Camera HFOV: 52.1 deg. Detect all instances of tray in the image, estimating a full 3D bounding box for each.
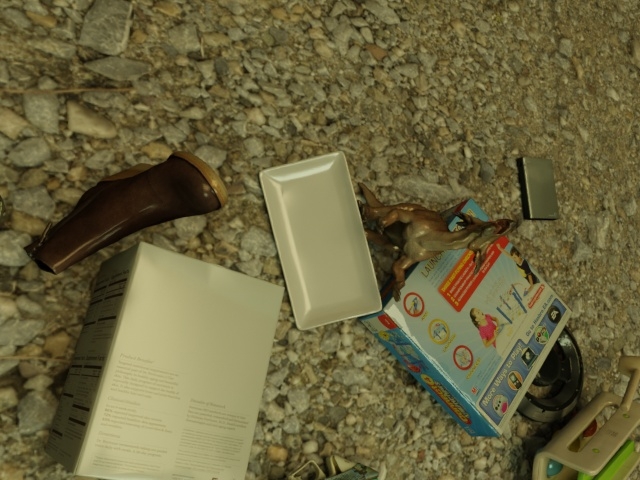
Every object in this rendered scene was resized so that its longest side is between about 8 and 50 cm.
[{"bbox_3d":[0.000,0.000,1.072,0.145,0.030,0.270,-14,88,-2],"label":"tray"}]

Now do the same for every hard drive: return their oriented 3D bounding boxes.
[{"bbox_3d":[0.472,-0.111,1.419,0.094,0.022,0.135,0,81,-32],"label":"hard drive"}]

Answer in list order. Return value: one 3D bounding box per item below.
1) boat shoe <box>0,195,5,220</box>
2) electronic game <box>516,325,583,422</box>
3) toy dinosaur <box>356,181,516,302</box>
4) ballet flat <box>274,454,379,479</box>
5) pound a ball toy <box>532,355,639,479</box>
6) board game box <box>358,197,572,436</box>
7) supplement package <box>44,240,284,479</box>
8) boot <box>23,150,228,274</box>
[{"bbox_3d":[-0.477,-0.145,0.790,0.109,0.091,0.305,-29,97,-33],"label":"boat shoe"},{"bbox_3d":[0.440,0.247,1.316,0.229,0.048,0.229,8,71,-24],"label":"electronic game"},{"bbox_3d":[0.172,-0.016,1.090,0.200,0.295,0.127,-14,119,-18],"label":"toy dinosaur"},{"bbox_3d":[0.009,0.368,1.019,0.188,0.070,0.070,-6,84,-36],"label":"ballet flat"},{"bbox_3d":[0.531,0.364,1.275,0.319,0.136,0.208,-21,116,-43],"label":"pound a ball toy"},{"bbox_3d":[0.272,0.135,1.187,0.302,0.086,0.308,47,60,-7],"label":"board game box"},{"bbox_3d":[-0.200,0.166,0.842,0.199,0.198,0.262,20,71,-27],"label":"supplement package"},{"bbox_3d":[-0.246,-0.022,0.825,0.207,0.248,0.090,-45,122,-28],"label":"boot"}]
